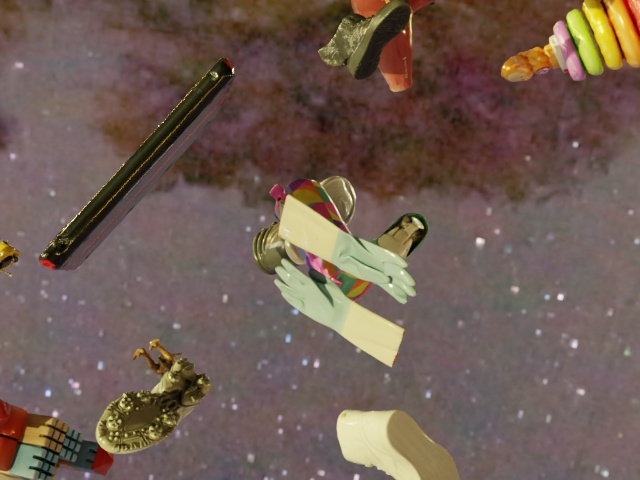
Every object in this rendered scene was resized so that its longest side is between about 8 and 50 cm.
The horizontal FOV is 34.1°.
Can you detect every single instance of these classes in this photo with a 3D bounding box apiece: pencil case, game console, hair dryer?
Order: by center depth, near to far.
[{"bbox_3d":[0.152,-0.368,1.579,0.224,0.293,0.080,15,-167,-25],"label":"hair dryer"},{"bbox_3d":[-0.280,-0.108,1.581,0.060,0.386,0.342,41,172,-5],"label":"game console"},{"bbox_3d":[0.000,0.000,1.739,0.104,0.104,0.236,-2,-137,-34],"label":"pencil case"}]

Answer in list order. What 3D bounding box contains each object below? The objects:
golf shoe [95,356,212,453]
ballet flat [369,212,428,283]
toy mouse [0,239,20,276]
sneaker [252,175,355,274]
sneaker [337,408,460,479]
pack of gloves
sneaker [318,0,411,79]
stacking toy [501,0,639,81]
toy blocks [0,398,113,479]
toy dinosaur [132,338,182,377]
[{"bbox_3d":[-0.193,0.204,1.174,0.069,0.086,0.176,45,-148,12],"label":"golf shoe"},{"bbox_3d":[0.148,0.002,2.020,0.083,0.087,0.247,36,-150,7],"label":"ballet flat"},{"bbox_3d":[-0.439,0.037,1.285,0.143,0.161,0.031,-32,-97,-32],"label":"toy mouse"},{"bbox_3d":[-0.040,-0.033,2.128,0.147,0.104,0.296,-19,-160,38],"label":"sneaker"},{"bbox_3d":[0.149,0.428,2.053,0.169,0.292,0.108,-3,-139,45],"label":"sneaker"},{"bbox_3d":[0.039,0.052,1.523,0.232,0.195,0.046,30,-138,18],"label":"pack of gloves"},{"bbox_3d":[0.060,-0.295,1.470,0.051,0.170,0.089,-4,-126,-34],"label":"sneaker"},{"bbox_3d":[0.442,-0.330,1.723,0.302,0.165,0.175,-22,170,16],"label":"stacking toy"},{"bbox_3d":[-0.515,0.332,1.705,0.261,0.190,0.381,5,156,24],"label":"toy blocks"},{"bbox_3d":[-0.295,0.233,1.961,0.112,0.064,0.211,49,175,-25],"label":"toy dinosaur"}]
